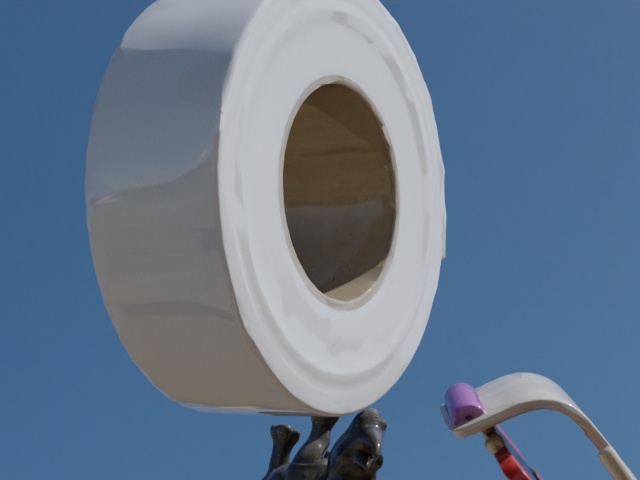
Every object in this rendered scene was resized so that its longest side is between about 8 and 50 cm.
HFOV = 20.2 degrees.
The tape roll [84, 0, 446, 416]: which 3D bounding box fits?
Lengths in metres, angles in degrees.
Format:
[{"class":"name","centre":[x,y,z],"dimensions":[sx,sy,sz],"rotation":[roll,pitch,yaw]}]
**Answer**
[{"class":"tape roll","centre":[-0.025,-0.028,1.153],"dimensions":[0.100,0.286,0.286],"rotation":[-3,-23,31]}]

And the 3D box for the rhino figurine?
[{"class":"rhino figurine","centre":[0.005,0.181,1.334],"dimensions":[0.073,0.106,0.243],"rotation":[20,-22,-12]}]

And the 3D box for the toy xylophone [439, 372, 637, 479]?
[{"class":"toy xylophone","centre":[0.210,0.217,1.250],"dimensions":[0.081,0.322,0.236],"rotation":[-38,-4,2]}]
